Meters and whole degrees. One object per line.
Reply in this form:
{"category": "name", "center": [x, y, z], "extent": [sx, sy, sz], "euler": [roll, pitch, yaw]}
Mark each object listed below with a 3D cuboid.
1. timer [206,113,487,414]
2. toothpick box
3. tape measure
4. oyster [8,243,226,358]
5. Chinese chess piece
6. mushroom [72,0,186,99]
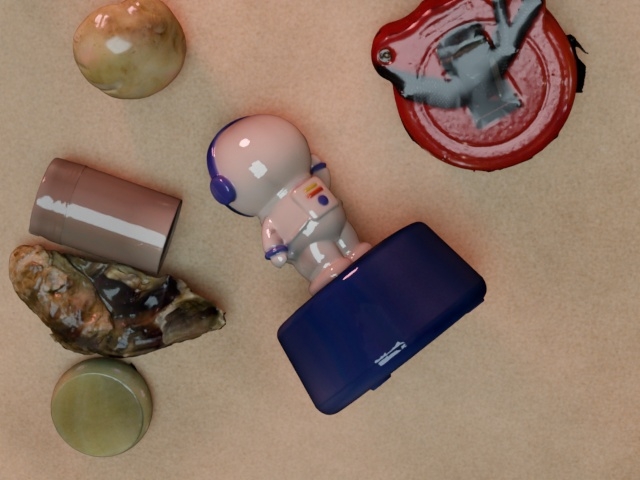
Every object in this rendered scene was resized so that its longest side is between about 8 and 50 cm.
{"category": "timer", "center": [0.000, 0.000, 1.736], "extent": [0.270, 0.270, 0.384], "euler": [-39, 85, 14]}
{"category": "toothpick box", "center": [-0.286, -0.033, 1.795], "extent": [0.180, 0.111, 0.111], "euler": [18, 108, -2]}
{"category": "tape measure", "center": [0.207, -0.217, 1.695], "extent": [0.253, 0.114, 0.260], "euler": [-30, 102, 13]}
{"category": "oyster", "center": [-0.278, 0.088, 1.832], "extent": [0.294, 0.094, 0.166], "euler": [2, 115, 11]}
{"category": "Chinese chess piece", "center": [-0.308, 0.235, 1.907], "extent": [0.144, 0.058, 0.144], "euler": [2, 109, 5]}
{"category": "mushroom", "center": [-0.243, -0.247, 1.724], "extent": [0.148, 0.112, 0.148], "euler": [-9, 140, -8]}
